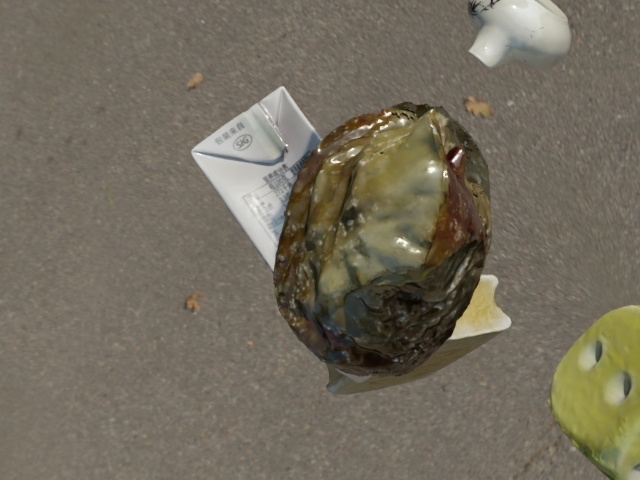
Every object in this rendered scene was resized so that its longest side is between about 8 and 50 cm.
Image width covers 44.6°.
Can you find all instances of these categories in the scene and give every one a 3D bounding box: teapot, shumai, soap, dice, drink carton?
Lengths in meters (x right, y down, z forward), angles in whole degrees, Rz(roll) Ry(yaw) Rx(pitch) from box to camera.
[{"bbox_3d":[0.370,-0.395,1.467,0.208,0.300,0.165,33,108,15],"label":"teapot"},{"bbox_3d":[0.044,0.005,0.389,0.123,0.105,0.139,32,98,-23],"label":"shumai"},{"bbox_3d":[0.097,0.112,0.889,0.140,0.232,0.073,-8,70,-21],"label":"soap"},{"bbox_3d":[0.386,0.190,0.898,0.166,0.169,0.169,31,106,-18],"label":"dice"},{"bbox_3d":[0.000,0.000,0.655,0.102,0.134,0.222,-37,74,1],"label":"drink carton"}]
